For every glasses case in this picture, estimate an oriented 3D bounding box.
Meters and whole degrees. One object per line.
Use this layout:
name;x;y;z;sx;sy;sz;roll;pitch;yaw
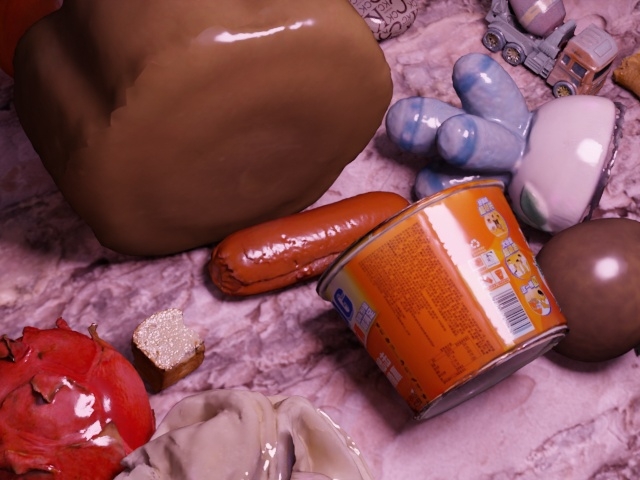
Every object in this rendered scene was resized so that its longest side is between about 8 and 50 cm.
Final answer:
glasses case;0.025;-0.484;1.777;0.137;0.085;0.355;-33;68;-29

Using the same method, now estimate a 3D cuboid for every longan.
longan;0.389;0.067;1.401;0.212;0.198;0.198;-34;64;6

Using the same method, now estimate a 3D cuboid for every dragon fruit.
dragon fruit;-0.297;0.221;1.115;0.240;0.241;0.252;-8;31;-19

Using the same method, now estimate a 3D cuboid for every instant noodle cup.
instant noodle cup;0.168;0.086;1.304;0.296;0.296;0.214;-21;71;-26

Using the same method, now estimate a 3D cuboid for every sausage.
sausage;0.000;0.000;1.424;0.330;0.102;0.102;-17;61;-24

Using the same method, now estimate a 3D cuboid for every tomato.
tomato;-0.349;-0.316;1.461;0.259;0.260;0.180;-17;99;-24

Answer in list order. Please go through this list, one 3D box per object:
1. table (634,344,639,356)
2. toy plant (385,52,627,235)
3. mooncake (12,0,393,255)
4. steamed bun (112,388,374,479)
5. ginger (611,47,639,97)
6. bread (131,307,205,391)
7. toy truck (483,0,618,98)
table;0.528;0.085;1.514;0.146;0.062;0.175;0;58;-14
toy plant;0.260;-0.148;1.517;0.332;0.247;0.247;17;53;1
mooncake;-0.150;-0.197;1.314;0.466;0.467;0.262;-15;58;-23
steamed bun;-0.054;0.323;1.026;0.394;0.237;0.347;-11;91;-51
ginger;0.712;-0.230;1.775;0.375;0.166;0.236;-3;90;12
bread;-0.197;0.140;1.289;0.083;0.070;0.076;-34;69;-32
toy truck;0.397;-0.365;1.750;0.256;0.140;0.108;42;56;16
